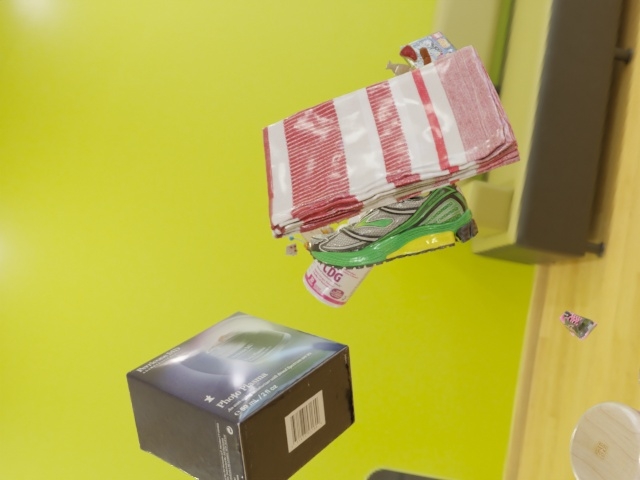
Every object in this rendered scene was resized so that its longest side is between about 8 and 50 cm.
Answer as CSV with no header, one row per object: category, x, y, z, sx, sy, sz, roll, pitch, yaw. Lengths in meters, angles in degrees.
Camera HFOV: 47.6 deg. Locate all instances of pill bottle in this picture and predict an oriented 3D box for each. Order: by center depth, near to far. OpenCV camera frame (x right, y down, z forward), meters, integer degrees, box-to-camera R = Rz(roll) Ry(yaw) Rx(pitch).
pill bottle,0.084,0.052,2.203,0.283,0.160,0.160,-55,13,21

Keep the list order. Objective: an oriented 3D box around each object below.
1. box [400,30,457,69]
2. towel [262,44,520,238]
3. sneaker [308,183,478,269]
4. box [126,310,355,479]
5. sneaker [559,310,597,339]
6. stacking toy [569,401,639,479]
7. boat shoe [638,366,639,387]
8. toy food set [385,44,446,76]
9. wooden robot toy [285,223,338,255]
box,0.233,-0.369,1.481,0.027,0.094,0.137,70,176,-48
towel,0.077,-0.139,0.972,0.237,0.329,0.037,-98,-15,-45
sneaker,0.129,-0.034,1.422,0.134,0.343,0.146,-22,-84,-66
box,-0.143,0.290,1.334,0.296,0.294,0.183,-27,-61,-46
sneaker,0.524,0.169,1.487,0.047,0.057,0.119,-45,-3,-3
stacking toy,0.535,0.331,1.074,0.141,0.330,0.141,-43,39,49
boat shoe,0.820,0.243,1.614,0.116,0.123,0.324,-119,42,-64
toy food set,0.183,-0.301,1.269,0.078,0.122,0.019,-58,2,11
wooden robot toy,0.000,0.000,1.759,0.079,0.173,0.076,44,165,38
